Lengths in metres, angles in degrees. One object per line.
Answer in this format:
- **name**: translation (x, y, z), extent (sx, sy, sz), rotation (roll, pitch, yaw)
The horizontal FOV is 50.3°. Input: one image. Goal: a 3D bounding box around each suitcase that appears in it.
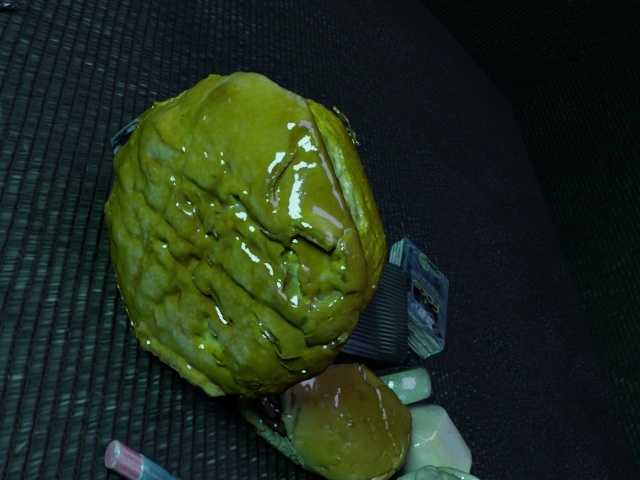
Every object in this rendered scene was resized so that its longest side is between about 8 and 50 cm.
- **suitcase**: translation (0.039, 0.117, 1.173), extent (0.312, 0.128, 0.202), rotation (23, 62, -48)

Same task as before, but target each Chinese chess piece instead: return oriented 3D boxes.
- **Chinese chess piece**: translation (0.120, 0.257, 1.183), extent (0.144, 0.144, 0.059), rotation (3, 70, -55)

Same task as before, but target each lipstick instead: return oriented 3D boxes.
- **lipstick**: translation (-0.158, 0.307, 0.817), extent (0.234, 0.053, 0.053), rotation (43, 33, -22)

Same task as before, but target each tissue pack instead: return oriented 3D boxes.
- **tissue pack**: translation (0.209, 0.121, 1.509), extent (0.173, 0.073, 0.235), rotation (47, 32, -18)

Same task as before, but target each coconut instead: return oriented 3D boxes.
- **coconut**: translation (0.171, 0.355, 1.177), extent (0.153, 0.147, 0.147), rotation (56, 30, -2)

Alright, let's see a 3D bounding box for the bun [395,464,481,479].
- **bun**: translation (0.168, 0.420, 1.016), extent (0.259, 0.259, 0.160), rotation (21, 53, -47)

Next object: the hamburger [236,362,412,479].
- **hamburger**: translation (0.013, 0.269, 1.014), extent (0.282, 0.155, 0.245), rotation (-9, 78, -52)

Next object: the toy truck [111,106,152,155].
- **toy truck**: translation (-0.225, -0.115, 1.060), extent (0.192, 0.083, 0.092), rotation (48, 32, -21)

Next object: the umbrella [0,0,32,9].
- **umbrella**: translation (-0.461, -0.328, 0.961), extent (0.122, 0.022, 0.013), rotation (-35, 119, -50)

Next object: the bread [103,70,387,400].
- **bread**: translation (-0.099, -0.004, 0.865), extent (0.215, 0.398, 0.398), rotation (-19, 80, -59)
